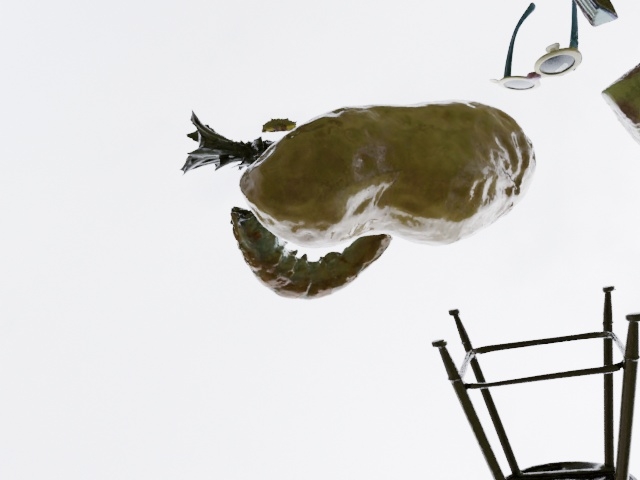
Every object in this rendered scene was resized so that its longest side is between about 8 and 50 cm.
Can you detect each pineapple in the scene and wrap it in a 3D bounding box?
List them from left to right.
[{"bbox_3d":[-0.093,-0.145,1.173,0.130,0.277,0.119,-88,-173,-54],"label":"pineapple"},{"bbox_3d":[-0.093,-0.255,1.553,0.083,0.019,0.045,-7,-145,-10],"label":"pineapple"}]

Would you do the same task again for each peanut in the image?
[{"bbox_3d":[0.092,-0.072,0.842,0.169,0.387,0.192,106,-33,-44],"label":"peanut"}]

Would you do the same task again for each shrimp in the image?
[{"bbox_3d":[-0.017,0.026,1.239,0.068,0.287,0.185,-93,-174,-61],"label":"shrimp"}]

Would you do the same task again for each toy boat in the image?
[{"bbox_3d":[0.460,-0.459,1.233,0.046,0.080,0.229,-48,-142,42],"label":"toy boat"}]

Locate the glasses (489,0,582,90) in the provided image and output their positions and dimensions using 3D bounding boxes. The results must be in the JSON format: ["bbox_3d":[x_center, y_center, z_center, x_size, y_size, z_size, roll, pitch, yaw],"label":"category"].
[{"bbox_3d":[0.445,-0.389,1.356,0.190,0.088,0.220,-22,-143,62],"label":"glasses"}]

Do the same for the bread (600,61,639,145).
[{"bbox_3d":[0.734,-0.316,1.340,0.338,0.187,0.155,-37,-142,23],"label":"bread"}]

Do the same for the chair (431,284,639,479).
[{"bbox_3d":[0.454,0.340,1.401,0.365,0.362,0.410,-10,-88,16],"label":"chair"}]
